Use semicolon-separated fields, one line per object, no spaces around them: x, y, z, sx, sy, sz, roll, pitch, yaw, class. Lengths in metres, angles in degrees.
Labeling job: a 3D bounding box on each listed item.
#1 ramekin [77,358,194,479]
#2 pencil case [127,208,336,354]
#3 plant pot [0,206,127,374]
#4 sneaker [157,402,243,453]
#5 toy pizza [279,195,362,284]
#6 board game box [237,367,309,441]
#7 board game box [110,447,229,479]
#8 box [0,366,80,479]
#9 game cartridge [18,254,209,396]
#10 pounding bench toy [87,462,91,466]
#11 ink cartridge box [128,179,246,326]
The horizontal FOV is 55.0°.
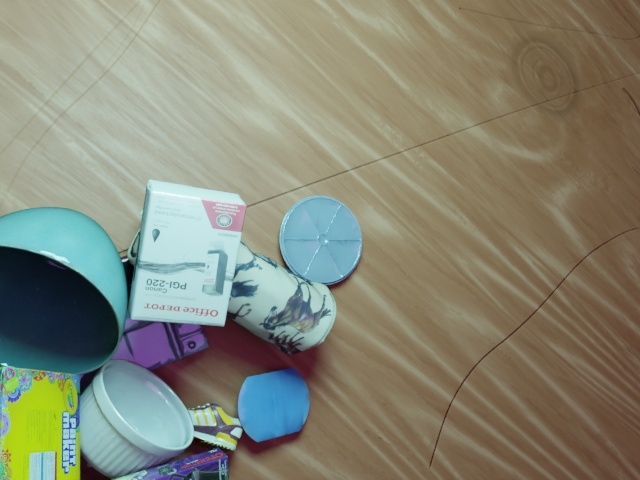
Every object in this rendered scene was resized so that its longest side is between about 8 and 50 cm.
-0.334;0.319;1.074;0.207;0.207;0.109;43;96;-13;ramekin
-0.168;0.068;1.199;0.410;0.183;0.160;34;93;-24;pencil case
-0.446;0.058;1.017;0.290;0.290;0.195;29;35;-18;plant pot
-0.245;0.356;1.224;0.185;0.069;0.084;27;52;-14;sneaker
0.000;0.000;1.378;0.201;0.032;0.201;3;82;-24;toy pizza
-0.103;0.342;1.290;0.169;0.033;0.133;-5;85;-33;board game box
-0.247;0.543;1.026;0.208;0.056;0.346;-7;99;-29;board game box
-0.535;0.360;0.930;0.279;0.177;0.290;-11;72;14;box
-0.416;0.164;1.170;0.355;0.068;0.230;-20;97;-24;game cartridge
-0.404;0.373;1.147;0.052;0.065;0.083;8;81;-22;pounding bench toy
-0.222;0.024;1.020;0.159;0.092;0.218;8;105;-20;ink cartridge box
